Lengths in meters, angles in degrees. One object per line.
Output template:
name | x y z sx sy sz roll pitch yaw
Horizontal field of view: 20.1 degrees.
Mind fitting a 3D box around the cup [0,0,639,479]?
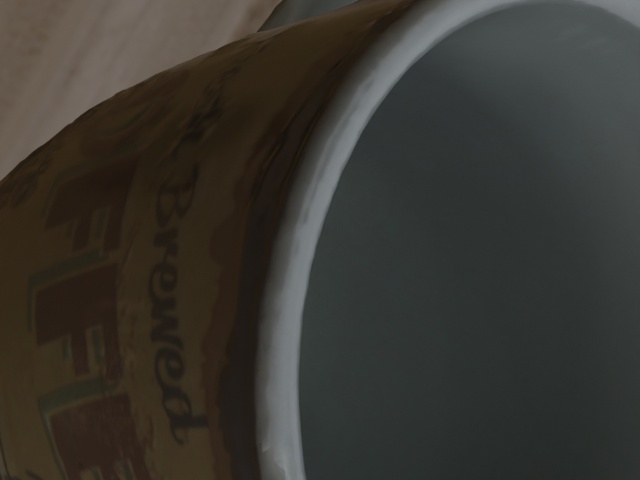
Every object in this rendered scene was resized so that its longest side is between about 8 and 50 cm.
cup | 0.000 0.000 0.589 0.227 0.257 0.301 33 70 -39
